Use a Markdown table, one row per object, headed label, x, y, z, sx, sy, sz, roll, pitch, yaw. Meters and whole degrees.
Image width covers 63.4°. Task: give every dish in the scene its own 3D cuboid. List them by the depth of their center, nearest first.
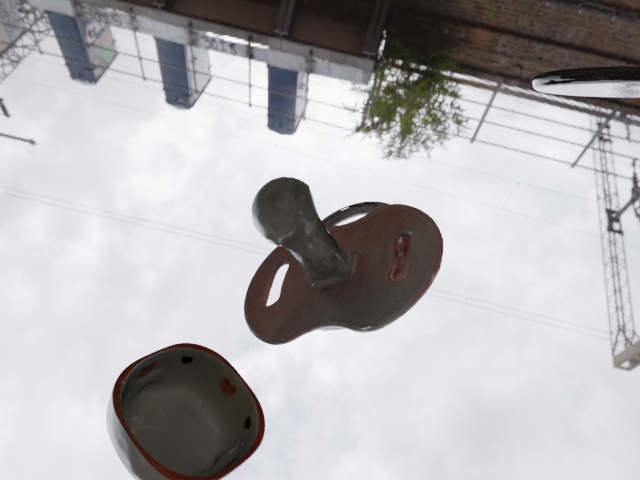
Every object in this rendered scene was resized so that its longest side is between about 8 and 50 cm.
| label | x | y | z | sx | sy | sz | roll | pitch | yaw |
| --- | --- | --- | --- | --- | --- | --- | --- | --- | --- |
| dish | -0.229 | 0.303 | 0.853 | 0.256 | 0.117 | 0.256 | 27 | -149 | -18 |

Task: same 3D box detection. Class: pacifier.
| label | x | y | z | sx | sy | sz | roll | pitch | yaw |
| --- | --- | --- | --- | --- | --- | --- | --- | --- | --- |
| pacifier | 0.012 | 0.031 | 0.762 | 0.332 | 0.273 | 0.220 | -14 | -103 | 30 |

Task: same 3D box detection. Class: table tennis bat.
| label | x | y | z | sx | sy | sz | roll | pitch | yaw |
| --- | --- | --- | --- | --- | --- | --- | --- | --- | --- |
| table tennis bat | 0.300 | -0.138 | 0.452 | 0.150 | 0.027 | 0.236 | -4 | -167 | -29 |
